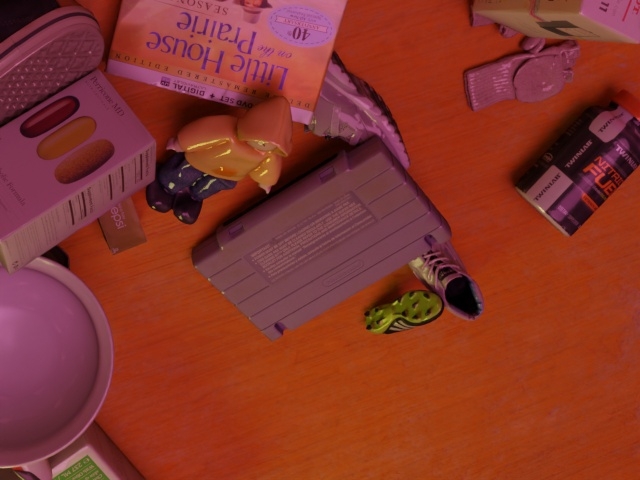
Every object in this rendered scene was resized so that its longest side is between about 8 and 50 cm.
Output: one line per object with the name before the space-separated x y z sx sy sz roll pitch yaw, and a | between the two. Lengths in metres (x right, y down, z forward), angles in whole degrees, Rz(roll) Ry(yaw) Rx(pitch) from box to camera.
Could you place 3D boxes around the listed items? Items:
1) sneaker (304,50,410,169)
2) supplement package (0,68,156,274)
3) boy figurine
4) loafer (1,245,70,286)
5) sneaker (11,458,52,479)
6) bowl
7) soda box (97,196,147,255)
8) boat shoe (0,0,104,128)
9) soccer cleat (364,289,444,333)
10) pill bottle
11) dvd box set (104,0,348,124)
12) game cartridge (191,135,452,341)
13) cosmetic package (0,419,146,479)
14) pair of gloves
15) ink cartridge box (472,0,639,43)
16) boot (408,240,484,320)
sneaker | 0.028 -0.195 1.873 0.115 0.105 0.281 -39 116 15
supplement package | -0.356 -0.092 1.637 0.244 0.139 0.134 -36 168 -19
boy figurine | -0.126 -0.116 1.756 0.177 0.092 0.285 27 144 -33
loafer | -0.459 0.000 1.750 0.251 0.094 0.087 28 139 -32
sneaker | -0.441 0.230 1.833 0.145 0.090 0.270 -35 83 -8
bowl | -0.435 0.161 1.724 0.297 0.134 0.298 0 90 -6
soda box | -0.313 -0.072 1.805 0.058 0.061 0.181 -23 124 -11
boat shoe | -0.521 -0.181 1.581 0.500 0.156 0.187 -35 160 -11
soccer cleat | 0.151 0.122 2.066 0.072 0.179 0.060 10 70 -39
pill bottle | 0.452 -0.135 2.050 0.246 0.130 0.130 -48 124 7
dvd box set | -0.101 -0.392 1.672 0.307 0.062 0.420 14 112 -11
game cartridge | 0.000 0.000 1.930 0.355 0.068 0.230 -31 124 16
cosmetic package | -0.375 0.454 2.016 0.197 0.155 0.365 -35 123 -3
pair of gloves | 0.327 -0.325 1.947 0.204 0.042 0.240 -13 122 -16
ink cartridge box | 0.378 -0.392 1.715 0.119 0.353 0.207 18 92 -27
boot | 0.192 0.027 2.033 0.095 0.123 0.258 -41 125 3
